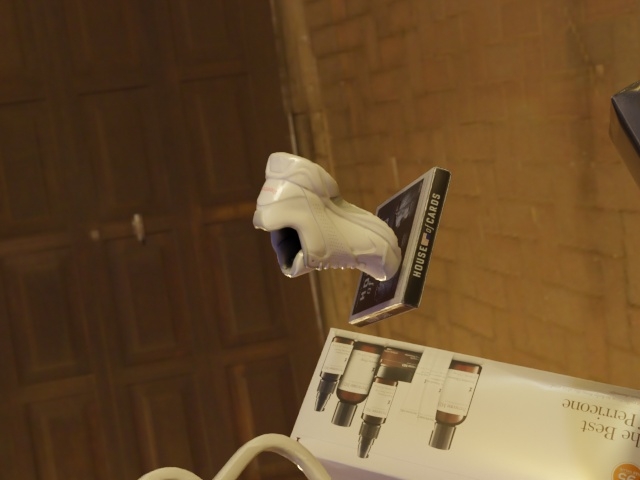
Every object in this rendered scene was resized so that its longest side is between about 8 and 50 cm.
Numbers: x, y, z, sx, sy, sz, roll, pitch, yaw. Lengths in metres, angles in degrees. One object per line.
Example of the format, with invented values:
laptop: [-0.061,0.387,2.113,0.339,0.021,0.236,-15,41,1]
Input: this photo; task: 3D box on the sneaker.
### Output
sneaker: [0.000,0.000,1.161,0.090,0.232,0.115,13,71,51]

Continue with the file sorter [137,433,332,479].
file sorter: [-0.093,0.221,0.418,0.193,0.277,0.173,55,-144,-9]

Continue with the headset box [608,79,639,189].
headset box: [0.375,-0.046,0.725,0.246,0.283,0.131,63,-170,13]

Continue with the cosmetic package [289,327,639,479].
cosmetic package: [0.105,0.133,0.677,0.060,0.239,0.099,60,-135,-55]

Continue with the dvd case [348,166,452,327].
dvd case: [0.100,0.016,1.330,0.238,0.029,0.179,145,142,-72]
